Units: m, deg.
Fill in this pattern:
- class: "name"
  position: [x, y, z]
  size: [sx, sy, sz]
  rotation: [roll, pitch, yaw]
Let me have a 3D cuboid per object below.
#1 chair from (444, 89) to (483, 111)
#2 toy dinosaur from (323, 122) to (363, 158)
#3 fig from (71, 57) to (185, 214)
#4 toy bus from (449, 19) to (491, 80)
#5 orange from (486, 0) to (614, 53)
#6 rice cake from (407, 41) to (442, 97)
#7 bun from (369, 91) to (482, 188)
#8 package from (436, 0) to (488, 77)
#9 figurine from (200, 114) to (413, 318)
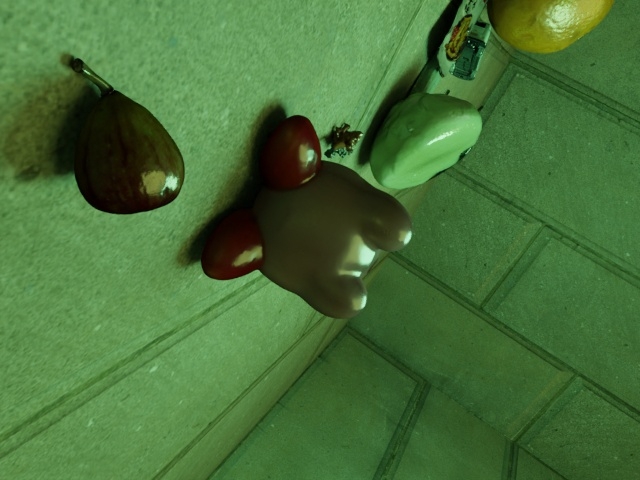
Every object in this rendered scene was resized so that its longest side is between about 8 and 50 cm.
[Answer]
- class: "chair"
  position: [0.389, -0.354, 1.554]
  size: [0.325, 0.160, 0.170]
  rotation: [-49, 165, -44]
- class: "toy dinosaur"
  position: [0.043, -0.185, 0.926]
  size: [0.055, 0.049, 0.154]
  rotation: [-61, 172, 34]
- class: "fig"
  position: [-0.159, -0.085, 0.396]
  size: [0.089, 0.089, 0.125]
  rotation: [-42, 141, -47]
- class: "toy bus"
  position: [0.416, -0.529, 1.364]
  size: [0.089, 0.087, 0.194]
  rotation: [-64, 167, -9]
- class: "orange"
  position: [0.576, -0.629, 1.226]
  size: [0.312, 0.312, 0.312]
  rotation: [-52, 167, -18]
- class: "rice cake"
  position: [0.293, -0.429, 1.256]
  size: [0.211, 0.038, 0.124]
  rotation: [-56, 167, -2]
- class: "bun"
  position: [0.234, -0.255, 1.189]
  size: [0.283, 0.179, 0.283]
  rotation: [-23, 162, -8]
- class: "package"
  position: [0.334, -0.517, 1.140]
  size: [0.239, 0.030, 0.154]
  rotation: [-64, 158, 0]
- class: "figurine"
  position: [-0.017, -0.031, 0.785]
  size: [0.269, 0.261, 0.211]
  rotation: [-59, -166, 9]
